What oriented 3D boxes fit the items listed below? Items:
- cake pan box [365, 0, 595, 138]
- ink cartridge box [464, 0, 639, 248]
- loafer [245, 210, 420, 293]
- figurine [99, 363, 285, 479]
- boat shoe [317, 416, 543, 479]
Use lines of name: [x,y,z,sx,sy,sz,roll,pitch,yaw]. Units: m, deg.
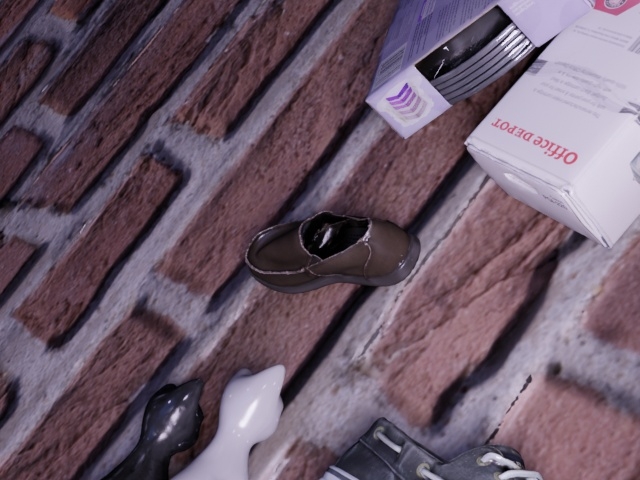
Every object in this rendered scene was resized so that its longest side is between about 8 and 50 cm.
cake pan box: [0.171,-0.247,1.297,0.246,0.070,0.266,-36,21,32]
ink cartridge box: [0.261,-0.120,1.145,0.218,0.092,0.158,-47,36,-5]
loafer: [0.000,0.000,1.297,0.220,0.078,0.080,-6,52,41]
figurine: [-0.129,0.211,1.202,0.215,0.092,0.209,-17,39,46]
boat shoe: [0.113,0.205,0.952,0.335,0.121,0.119,15,71,52]
